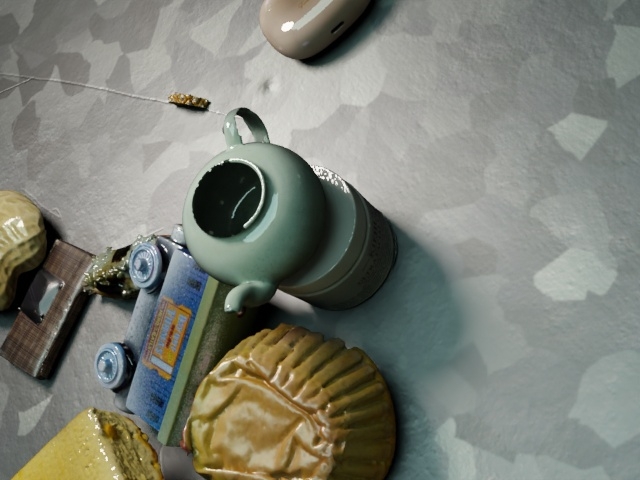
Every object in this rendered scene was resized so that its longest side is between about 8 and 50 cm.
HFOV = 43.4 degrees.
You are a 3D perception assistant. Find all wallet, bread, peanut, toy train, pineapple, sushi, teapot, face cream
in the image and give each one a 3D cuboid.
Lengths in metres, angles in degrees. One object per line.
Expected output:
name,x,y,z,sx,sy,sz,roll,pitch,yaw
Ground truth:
wallet,-0.471,0.117,1.402,0.124,0.042,0.230,21,84,29
bread,-0.038,0.243,1.036,0.274,0.149,0.274,-1,85,13
peanut,-0.592,0.022,1.461,0.196,0.110,0.233,29,85,33
toy train,-0.209,0.136,1.175,0.202,0.131,0.300,24,100,35
bread,-0.343,0.381,1.117,0.275,0.114,0.185,-45,55,12
pineapple,-0.240,-0.247,1.416,0.083,0.045,0.019,10,89,26
sushi,-0.308,0.051,1.306,0.226,0.103,0.097,-23,63,27
teapot,-0.090,-0.037,1.027,0.193,0.129,0.294,-13,68,21
face cream,0.000,0.000,1.133,0.177,0.153,0.177,-9,70,25

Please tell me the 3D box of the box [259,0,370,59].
box,-0.008,-0.390,1.320,0.200,0.088,0.146,-40,60,8
